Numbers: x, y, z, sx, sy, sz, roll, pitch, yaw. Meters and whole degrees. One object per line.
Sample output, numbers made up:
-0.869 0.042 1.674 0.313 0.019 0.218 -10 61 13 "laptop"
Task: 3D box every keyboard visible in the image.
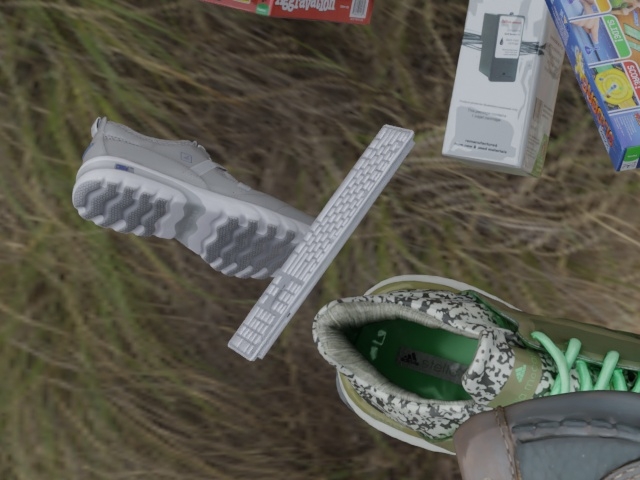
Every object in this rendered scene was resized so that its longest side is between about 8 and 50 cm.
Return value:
0.000 0.000 1.699 0.256 0.014 0.072 -54 27 -5 "keyboard"

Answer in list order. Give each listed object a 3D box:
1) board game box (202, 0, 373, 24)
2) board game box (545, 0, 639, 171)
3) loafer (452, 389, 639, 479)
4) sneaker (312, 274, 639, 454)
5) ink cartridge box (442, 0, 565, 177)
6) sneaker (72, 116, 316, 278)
-0.118 -0.191 1.276 0.281 0.145 0.027 16 100 26 "board game box"
0.290 -0.159 1.614 0.136 0.035 0.201 -10 58 -10 "board game box"
0.075 0.171 0.486 0.084 0.096 0.267 1 85 8 "loafer"
0.167 0.116 1.322 0.410 0.182 0.158 9 86 26 "sneaker"
0.197 -0.178 1.919 0.087 0.153 0.208 11 90 16 "ink cartridge box"
-0.109 -0.050 1.846 0.105 0.281 0.115 -39 40 41 "sneaker"
